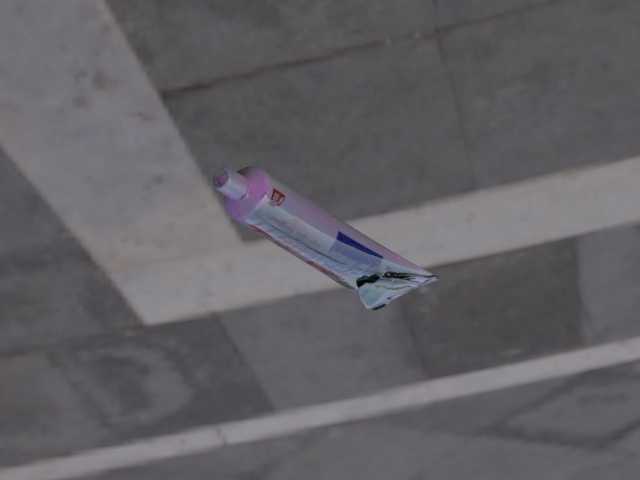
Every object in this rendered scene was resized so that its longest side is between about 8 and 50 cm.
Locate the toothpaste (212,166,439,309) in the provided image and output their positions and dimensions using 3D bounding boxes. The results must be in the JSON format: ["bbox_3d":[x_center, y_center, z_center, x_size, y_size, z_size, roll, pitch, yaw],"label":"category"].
[{"bbox_3d":[0.000,0.000,0.827,0.045,0.028,0.170,-29,144,23],"label":"toothpaste"}]
